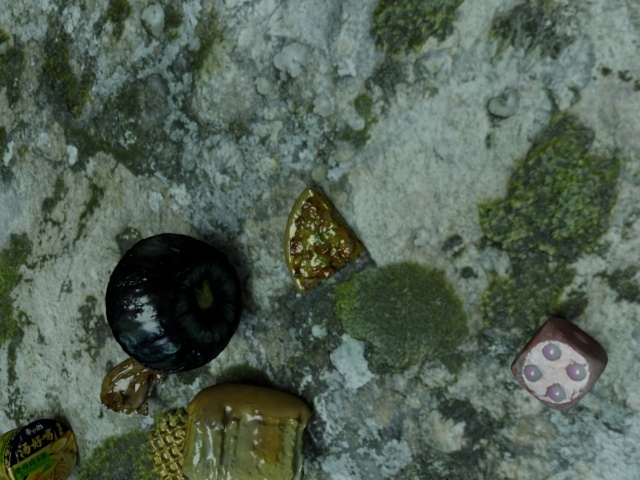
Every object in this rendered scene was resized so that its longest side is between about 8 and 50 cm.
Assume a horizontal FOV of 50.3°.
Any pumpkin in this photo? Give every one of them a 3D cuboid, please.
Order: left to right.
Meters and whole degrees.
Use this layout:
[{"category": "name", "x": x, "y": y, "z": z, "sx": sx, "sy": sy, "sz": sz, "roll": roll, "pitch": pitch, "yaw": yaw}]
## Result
[{"category": "pumpkin", "x": -0.236, "y": 0.099, "z": 1.108, "sx": 0.163, "sy": 0.233, "sz": 0.232, "roll": -13, "pitch": 93, "yaw": 35}]

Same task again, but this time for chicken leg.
[{"category": "chicken leg", "x": -0.335, "y": 0.258, "z": 1.276, "sx": 0.207, "sy": 0.085, "sz": 0.101, "roll": -40, "pitch": 46, "yaw": 21}]

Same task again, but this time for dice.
[{"category": "dice", "x": 0.317, "y": 0.163, "z": 0.907, "sx": 0.093, "sy": 0.094, "sz": 0.091, "roll": 39, "pitch": 111, "yaw": 17}]

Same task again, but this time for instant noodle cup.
[{"category": "instant noodle cup", "x": -0.607, "y": 0.451, "z": 1.430, "sx": 0.122, "sy": 0.151, "sz": 0.151, "roll": -12, "pitch": 94, "yaw": 41}]

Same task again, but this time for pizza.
[{"category": "pizza", "x": -0.001, "y": 0.000, "z": 1.071, "sx": 0.134, "sy": 0.046, "sz": 0.174, "roll": 1, "pitch": 100, "yaw": 28}]

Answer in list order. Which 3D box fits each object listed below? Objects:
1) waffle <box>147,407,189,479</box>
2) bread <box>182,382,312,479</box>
[{"category": "waffle", "x": -0.252, "y": 0.404, "z": 1.284, "sx": 0.191, "sy": 0.038, "sz": 0.191, "roll": 5, "pitch": 102, "yaw": 26}, {"category": "bread", "x": -0.156, "y": 0.325, "z": 1.134, "sx": 0.252, "sy": 0.133, "sz": 0.174, "roll": -2, "pitch": 74, "yaw": 27}]
